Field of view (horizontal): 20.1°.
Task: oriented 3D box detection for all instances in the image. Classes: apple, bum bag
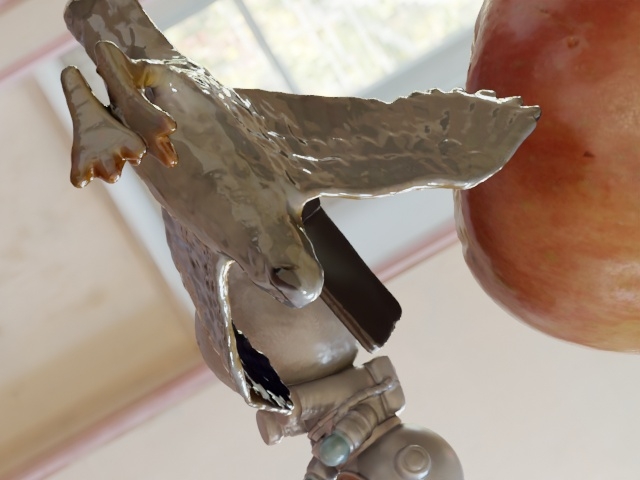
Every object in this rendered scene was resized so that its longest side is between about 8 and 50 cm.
[{"bbox_3d":[0.273,-0.081,1.448,0.364,0.364,0.364,60,4,-7],"label":"apple"},{"bbox_3d":[0.000,0.000,1.209,0.159,0.026,0.109,50,17,-4],"label":"bum bag"}]

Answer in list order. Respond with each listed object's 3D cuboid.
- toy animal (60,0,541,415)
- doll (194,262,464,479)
[{"bbox_3d":[-0.065,-0.080,0.945,0.284,0.225,0.302,46,11,13],"label":"toy animal"},{"bbox_3d":[0.016,0.132,1.486,0.287,0.151,0.151,53,2,10],"label":"doll"}]
